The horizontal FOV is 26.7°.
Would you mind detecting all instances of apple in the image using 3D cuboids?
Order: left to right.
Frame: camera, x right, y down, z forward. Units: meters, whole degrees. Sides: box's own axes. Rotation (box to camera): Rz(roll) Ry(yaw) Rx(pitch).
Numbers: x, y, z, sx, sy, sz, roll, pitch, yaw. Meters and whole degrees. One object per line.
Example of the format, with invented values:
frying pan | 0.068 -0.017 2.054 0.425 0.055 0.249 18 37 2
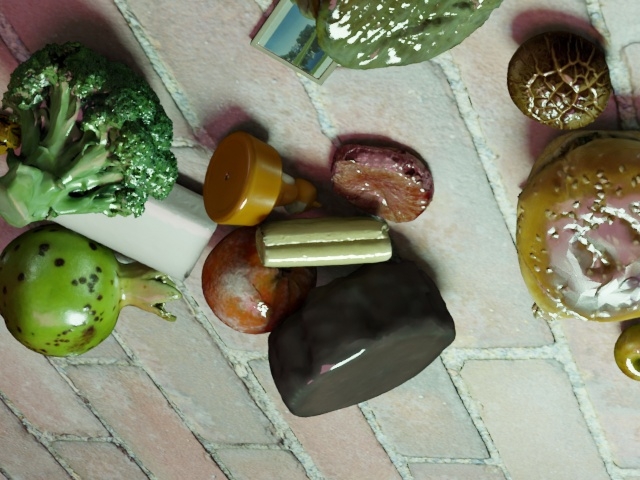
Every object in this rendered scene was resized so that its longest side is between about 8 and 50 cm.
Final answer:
apple | 0.470 0.161 1.955 0.089 0.074 0.089 13 141 11

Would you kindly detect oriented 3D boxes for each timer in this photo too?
timer | -0.068 -0.072 1.891 0.152 0.132 0.132 15 150 -32

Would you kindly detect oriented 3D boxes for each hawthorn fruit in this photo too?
hawthorn fruit | -0.098 0.059 2.016 0.173 0.173 0.173 13 143 10

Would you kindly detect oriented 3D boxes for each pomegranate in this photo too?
pomegranate | -0.379 0.081 2.157 0.286 0.231 0.231 4 151 -27

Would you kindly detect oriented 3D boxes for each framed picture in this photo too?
framed picture | -0.013 -0.263 1.689 0.109 0.011 0.149 28 143 -11

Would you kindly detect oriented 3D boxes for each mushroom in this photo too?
mushroom | 0.281 -0.186 1.589 0.126 0.085 0.109 11 142 2

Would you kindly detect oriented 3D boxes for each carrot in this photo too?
carrot | -0.556 -0.161 2.032 0.229 0.069 0.069 4 141 21

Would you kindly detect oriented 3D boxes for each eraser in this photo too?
eraser | -0.296 -0.049 2.023 0.270 0.095 0.174 25 143 -8

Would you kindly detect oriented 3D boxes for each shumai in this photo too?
shumai | 0.079 -0.332 1.484 0.272 0.203 0.222 -20 141 -6

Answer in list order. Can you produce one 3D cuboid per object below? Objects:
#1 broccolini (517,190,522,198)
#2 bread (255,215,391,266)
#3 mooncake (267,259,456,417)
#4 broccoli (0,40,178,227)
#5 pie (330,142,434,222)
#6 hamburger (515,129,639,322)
broccolini | 0.328 0.008 1.872 0.057 0.071 0.254 -30 142 -4
bread | 0.000 0.000 1.892 0.178 0.139 0.060 -4 100 -9
mooncake | 0.052 0.142 1.982 0.283 0.141 0.283 -24 156 -11
broccoli | -0.330 -0.127 1.808 0.270 0.270 0.270 33 150 22
pie | 0.084 -0.078 1.857 0.153 0.038 0.153 12 145 9
hamburger | 0.361 -0.016 1.699 0.243 0.146 0.286 38 125 -12
